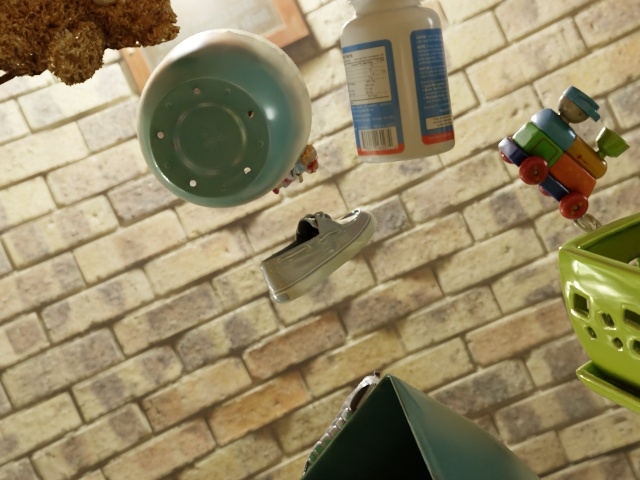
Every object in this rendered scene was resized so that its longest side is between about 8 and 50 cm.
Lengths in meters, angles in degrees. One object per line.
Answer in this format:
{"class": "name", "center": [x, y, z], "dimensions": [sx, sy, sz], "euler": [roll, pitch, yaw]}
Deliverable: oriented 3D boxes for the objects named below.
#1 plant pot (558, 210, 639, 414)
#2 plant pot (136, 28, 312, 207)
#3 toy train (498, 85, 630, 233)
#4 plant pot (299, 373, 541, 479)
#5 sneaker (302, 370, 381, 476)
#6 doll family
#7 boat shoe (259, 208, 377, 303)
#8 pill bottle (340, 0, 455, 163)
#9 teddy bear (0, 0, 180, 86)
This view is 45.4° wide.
{"class": "plant pot", "center": [0.437, 0.095, 0.893], "dimensions": [0.228, 0.207, 0.227], "euler": [-19, 23, -28]}
{"class": "plant pot", "center": [-0.161, -0.184, 1.228], "dimensions": [0.292, 0.293, 0.235], "euler": [-25, 15, 8]}
{"class": "toy train", "center": [0.392, -0.102, 1.113], "dimensions": [0.143, 0.248, 0.105], "euler": [-48, 21, 17]}
{"class": "plant pot", "center": [0.126, 0.271, 0.702], "dimensions": [0.166, 0.234, 0.166], "euler": [-54, 24, 17]}
{"class": "sneaker", "center": [0.049, 0.329, 1.310], "dimensions": [0.224, 0.083, 0.098], "euler": [-55, 2, 11]}
{"class": "doll family", "center": [-0.108, -0.160, 1.475], "dimensions": [0.262, 0.118, 0.163], "euler": [30, -48, -32]}
{"class": "boat shoe", "center": [-0.001, 0.000, 1.086], "dimensions": [0.079, 0.081, 0.227], "euler": [-17, 17, 46]}
{"class": "pill bottle", "center": [0.091, -0.212, 0.927], "dimensions": [0.124, 0.222, 0.124], "euler": [-8, 11, 2]}
{"class": "teddy bear", "center": [-0.345, -0.261, 0.912], "dimensions": [0.337, 0.113, 0.245], "euler": [-12, 39, -1]}
